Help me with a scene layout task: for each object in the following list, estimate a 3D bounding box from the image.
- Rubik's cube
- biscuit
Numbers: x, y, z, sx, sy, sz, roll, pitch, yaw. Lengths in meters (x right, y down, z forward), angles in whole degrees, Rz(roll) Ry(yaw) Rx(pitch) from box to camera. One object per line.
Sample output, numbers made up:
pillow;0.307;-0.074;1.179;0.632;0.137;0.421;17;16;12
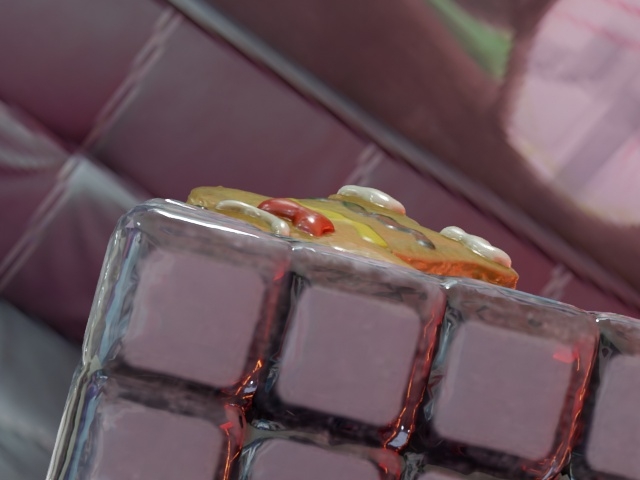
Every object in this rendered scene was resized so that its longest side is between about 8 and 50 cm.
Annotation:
Rubik's cube;0.018;0.126;0.652;0.237;0.238;0.237;15;-1;-7
biscuit;0.000;-0.002;1.063;0.158;0.035;0.240;22;12;34
